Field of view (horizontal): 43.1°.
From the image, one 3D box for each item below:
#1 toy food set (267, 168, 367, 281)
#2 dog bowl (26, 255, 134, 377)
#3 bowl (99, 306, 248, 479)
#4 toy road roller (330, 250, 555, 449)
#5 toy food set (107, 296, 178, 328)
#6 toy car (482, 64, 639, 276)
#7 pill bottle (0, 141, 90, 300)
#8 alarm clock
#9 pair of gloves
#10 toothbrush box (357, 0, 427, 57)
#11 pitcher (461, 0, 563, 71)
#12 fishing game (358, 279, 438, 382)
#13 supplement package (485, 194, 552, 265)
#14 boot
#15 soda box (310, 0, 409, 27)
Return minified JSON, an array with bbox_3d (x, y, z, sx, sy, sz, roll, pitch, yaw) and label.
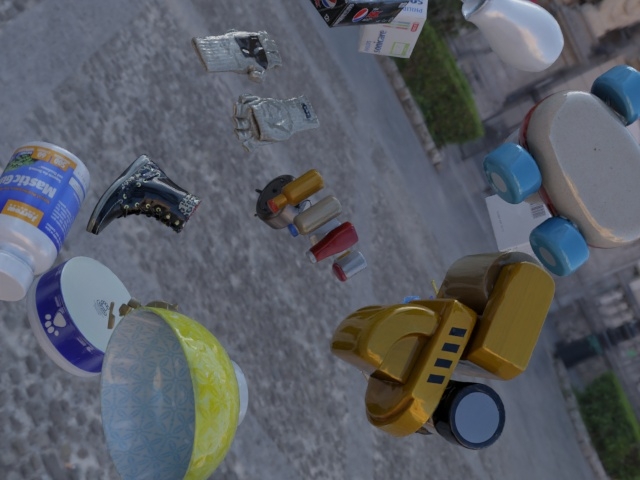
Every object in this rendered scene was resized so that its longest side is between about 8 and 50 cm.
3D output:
[{"bbox_3d":[0.000,0.000,1.453,0.111,0.104,0.232,44,-18,49],"label":"toy food set"},{"bbox_3d":[-0.537,0.173,1.857,0.265,0.104,0.265,52,19,-26],"label":"dog bowl"},{"bbox_3d":[-0.207,0.246,1.260,0.156,0.289,0.290,1,62,-41],"label":"bowl"},{"bbox_3d":[0.169,0.136,1.210,0.240,0.330,0.202,32,-14,-15],"label":"toy road roller"},{"bbox_3d":[-0.327,0.139,1.492,0.019,0.122,0.078,-118,-142,-63],"label":"toy food set"},{"bbox_3d":[0.320,-0.087,1.087,0.210,0.219,0.238,56,-8,-5],"label":"toy car"},{"bbox_3d":[-0.531,-0.033,1.459,0.152,0.152,0.272,50,40,-39],"label":"pill bottle"},{"bbox_3d":[-0.083,-0.091,1.911,0.192,0.129,0.064,17,-17,48],"label":"alarm clock"},{"bbox_3d":[-0.123,-0.288,1.517,0.204,0.042,0.240,-29,89,-47],"label":"pair of gloves"},{"bbox_3d":[0.153,-0.548,1.655,0.206,0.122,0.284,109,-12,-80],"label":"toothbrush box"},{"bbox_3d":[0.374,-0.435,1.626,0.207,0.125,0.178,29,19,-21],"label":"pitcher"},{"bbox_3d":[0.166,0.202,1.615,0.264,0.041,0.189,-49,128,-28],"label":"fishing game"},{"bbox_3d":[0.501,-0.029,1.939,0.244,0.133,0.139,28,47,-61],"label":"supplement package"},{"bbox_3d":[-0.391,-0.068,1.812,0.178,0.085,0.236,35,54,-5],"label":"boot"},{"bbox_3d":[0.061,-0.366,1.231,0.169,0.053,0.060,-22,74,-50],"label":"soda box"}]
